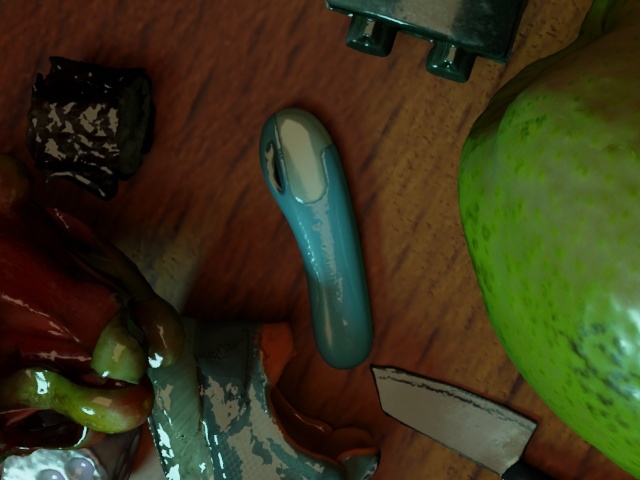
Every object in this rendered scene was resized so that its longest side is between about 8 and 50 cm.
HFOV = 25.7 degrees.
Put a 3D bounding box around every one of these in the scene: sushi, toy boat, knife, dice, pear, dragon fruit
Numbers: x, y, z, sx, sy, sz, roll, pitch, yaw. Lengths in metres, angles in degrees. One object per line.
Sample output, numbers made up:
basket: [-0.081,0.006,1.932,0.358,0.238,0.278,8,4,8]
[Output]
sushi: [-0.178,-0.091,1.094,0.084,0.094,0.098,12,104,8]
toy boat: [0.109,-0.277,0.996,0.141,0.092,0.320,19,101,6]
knife: [0.000,0.000,1.121,0.064,0.031,0.222,-11,107,9]
knife: [0.139,0.162,1.148,0.230,0.028,0.060,28,96,5]
dice: [-0.208,0.182,1.176,0.093,0.094,0.091,17,107,4]
pear: [0.271,-0.012,0.904,0.390,0.391,0.391,3,106,10]
dragon fruit: [-0.250,0.068,1.060,0.307,0.227,0.243,48,112,24]

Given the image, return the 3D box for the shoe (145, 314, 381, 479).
shoe: [-0.029,0.210,1.145,0.171,0.132,0.337,-12,100,4]
